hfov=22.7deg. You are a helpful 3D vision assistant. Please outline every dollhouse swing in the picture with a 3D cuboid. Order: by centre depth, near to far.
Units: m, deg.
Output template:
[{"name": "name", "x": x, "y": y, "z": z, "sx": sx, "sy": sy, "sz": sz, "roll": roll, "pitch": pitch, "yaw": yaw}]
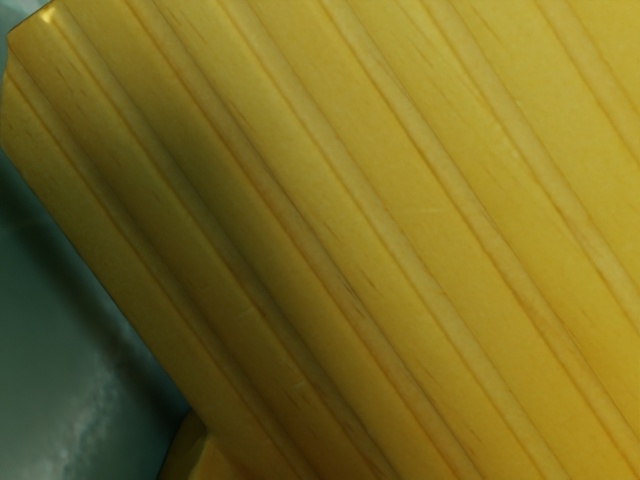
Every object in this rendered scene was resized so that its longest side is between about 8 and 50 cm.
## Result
[{"name": "dollhouse swing", "x": 0.011, "y": 0.066, "z": 0.564, "sx": 0.305, "sy": 0.346, "sz": 0.315, "roll": 46, "pitch": 41, "yaw": -24}]
